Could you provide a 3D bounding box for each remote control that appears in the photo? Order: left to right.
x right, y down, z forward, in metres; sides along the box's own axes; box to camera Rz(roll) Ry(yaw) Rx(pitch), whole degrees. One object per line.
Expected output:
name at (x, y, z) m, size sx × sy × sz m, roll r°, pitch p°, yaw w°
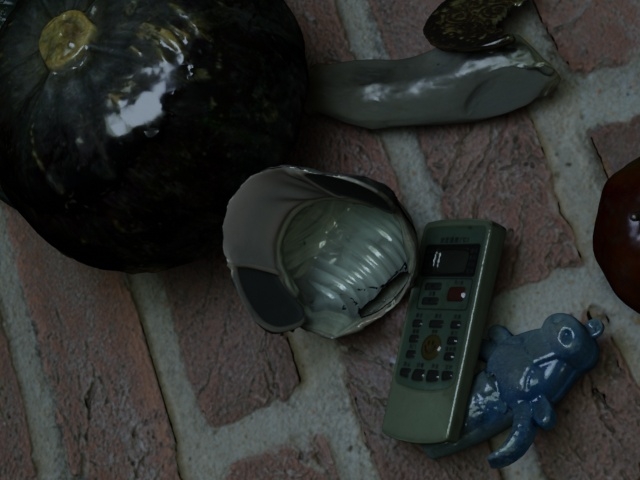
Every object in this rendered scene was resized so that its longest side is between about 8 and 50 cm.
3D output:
remote control at (0.148, 0.111, 1.724) m, size 0.123 × 0.038 × 0.285 m, roll 0°, pitch 70°, yaw 51°

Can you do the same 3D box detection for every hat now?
hat at (-0.005, -0.001, 1.725) m, size 0.232 × 0.275 × 0.161 m, roll -54°, pitch 41°, yaw 12°

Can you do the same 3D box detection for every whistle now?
whistle at (0.229, 0.175, 1.697) m, size 0.269 × 0.093 × 0.180 m, roll -35°, pitch 46°, yaw 9°

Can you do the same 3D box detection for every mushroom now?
mushroom at (0.135, -0.202, 1.810) m, size 0.351 × 0.097 × 0.109 m, roll -7°, pitch 74°, yaw 20°

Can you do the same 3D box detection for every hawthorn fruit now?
hawthorn fruit at (0.402, -0.010, 1.593) m, size 0.208 × 0.248 × 0.208 m, roll -4°, pitch 81°, yaw 24°

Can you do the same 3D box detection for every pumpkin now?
pumpkin at (-0.225, -0.177, 1.794) m, size 0.454 × 0.344 × 0.455 m, roll -15°, pitch 61°, yaw 30°

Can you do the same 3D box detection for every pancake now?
pancake at (0.217, -0.290, 1.779) m, size 0.190 × 0.020 × 0.184 m, roll -36°, pitch 31°, yaw -22°

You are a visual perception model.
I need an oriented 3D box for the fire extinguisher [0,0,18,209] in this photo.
fire extinguisher at (-0.451, -0.200, 2.015) m, size 0.095 × 0.114 × 0.311 m, roll -15°, pitch 67°, yaw 57°
